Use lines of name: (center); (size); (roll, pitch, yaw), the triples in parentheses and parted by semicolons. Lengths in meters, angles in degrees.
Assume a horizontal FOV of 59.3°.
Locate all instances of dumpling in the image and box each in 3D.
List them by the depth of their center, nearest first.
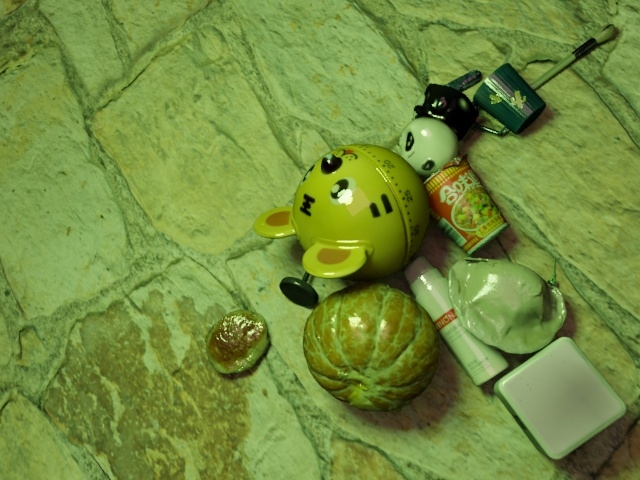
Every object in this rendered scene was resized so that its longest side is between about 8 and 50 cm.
dumpling: (0.438, 0.153, 1.354); (0.292, 0.163, 0.205); (18, 89, 4)

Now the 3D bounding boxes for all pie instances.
pie: (-0.227, 0.272, 1.525); (0.163, 0.079, 0.193); (42, 88, 17)

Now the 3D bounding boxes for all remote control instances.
remote control: (0.390, -0.444, 1.612); (0.152, 0.027, 0.044); (-29, 74, 6)

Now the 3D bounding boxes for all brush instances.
brush: (0.687, -0.501, 1.551); (0.299, 0.042, 0.039); (-36, 109, 2)

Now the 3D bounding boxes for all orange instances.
orange: (0.118, 0.247, 1.331); (0.328, 0.330, 0.249); (5, 32, 15)

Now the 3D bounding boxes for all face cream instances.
face cream: (0.326, 0.190, 1.404); (0.101, 0.102, 0.346); (-35, 70, 1)

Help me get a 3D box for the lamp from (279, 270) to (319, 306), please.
lamp: (-0.007, -0.008, 1.535); (0.130, 0.108, 0.372); (20, 79, 13)

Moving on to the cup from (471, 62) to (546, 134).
cup: (0.499, -0.362, 1.520); (0.155, 0.131, 0.176); (48, 119, 17)

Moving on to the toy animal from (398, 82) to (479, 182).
toy animal: (0.301, -0.280, 1.501); (0.165, 0.187, 0.235); (28, 82, 6)

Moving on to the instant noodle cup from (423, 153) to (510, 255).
instant noodle cup: (0.368, -0.082, 1.440); (0.193, 0.193, 0.212); (-37, 77, 1)

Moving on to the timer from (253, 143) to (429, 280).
timer: (0.064, -0.055, 1.364); (0.386, 0.376, 0.376); (-23, 67, -25)

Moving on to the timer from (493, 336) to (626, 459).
timer: (0.523, 0.352, 1.260); (0.192, 0.195, 0.194); (-35, 71, 1)

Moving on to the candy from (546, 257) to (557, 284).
candy: (0.586, 0.081, 1.419); (0.023, 0.025, 0.083); (17, 68, -11)
